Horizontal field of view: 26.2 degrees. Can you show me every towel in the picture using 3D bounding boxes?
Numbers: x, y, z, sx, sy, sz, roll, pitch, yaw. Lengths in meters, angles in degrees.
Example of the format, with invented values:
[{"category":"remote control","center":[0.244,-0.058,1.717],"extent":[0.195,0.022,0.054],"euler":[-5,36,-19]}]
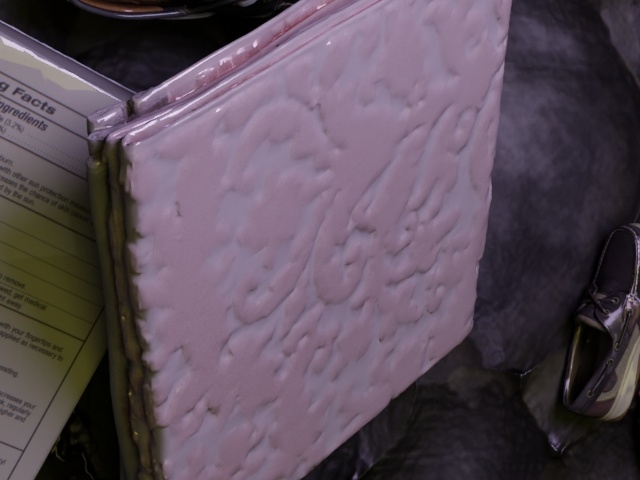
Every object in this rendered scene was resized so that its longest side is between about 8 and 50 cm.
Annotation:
[{"category":"towel","center":[0.000,0.000,0.800],"extent":[0.317,0.053,0.332],"euler":[-35,143,-35]}]

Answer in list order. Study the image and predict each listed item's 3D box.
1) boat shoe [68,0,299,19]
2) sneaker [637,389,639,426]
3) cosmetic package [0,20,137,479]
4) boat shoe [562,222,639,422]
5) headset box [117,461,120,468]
[{"category":"boat shoe","center":[-0.048,-0.165,0.842],"extent":[0.233,0.079,0.084],"euler":[1,123,-12]},{"category":"sneaker","center":[0.327,0.090,1.045],"extent":[0.104,0.125,0.262],"euler":[14,88,-25]},{"category":"cosmetic package","center":[-0.207,0.038,0.757],"extent":[0.160,0.113,0.309],"euler":[29,94,-24]},{"category":"boat shoe","center":[0.216,0.061,1.028],"extent":[0.049,0.056,0.152],"euler":[8,91,-31]},{"category":"headset box","center":[-0.094,0.169,0.885],"extent":[0.032,0.062,0.083],"euler":[-33,108,-21]}]
